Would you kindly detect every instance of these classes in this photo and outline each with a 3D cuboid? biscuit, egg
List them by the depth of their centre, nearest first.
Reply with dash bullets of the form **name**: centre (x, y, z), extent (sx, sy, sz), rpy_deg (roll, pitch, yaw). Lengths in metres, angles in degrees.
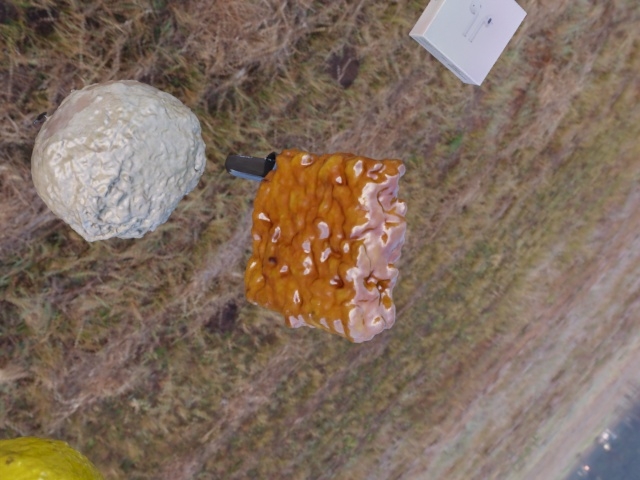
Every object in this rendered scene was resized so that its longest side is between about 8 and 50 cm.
- **egg**: centre (-0.341, -0.141, 1.081), extent (0.310, 0.279, 0.279), rpy_deg (-55, 165, -38)
- **biscuit**: centre (0.000, 0.000, 1.094), extent (0.110, 0.318, 0.312), rpy_deg (3, 97, -47)

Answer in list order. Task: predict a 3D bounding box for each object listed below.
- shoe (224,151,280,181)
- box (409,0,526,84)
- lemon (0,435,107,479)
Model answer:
- **shoe**: centre (-0.110, -0.159, 1.334), extent (0.179, 0.071, 0.049), rpy_deg (7, 139, -22)
- **box**: centre (0.223, -0.328, 0.957), extent (0.130, 0.051, 0.129), rpy_deg (30, 95, -29)
- **lemon**: centre (-0.277, 0.287, 0.578), extent (0.192, 0.231, 0.192), rpy_deg (-32, -167, 8)
